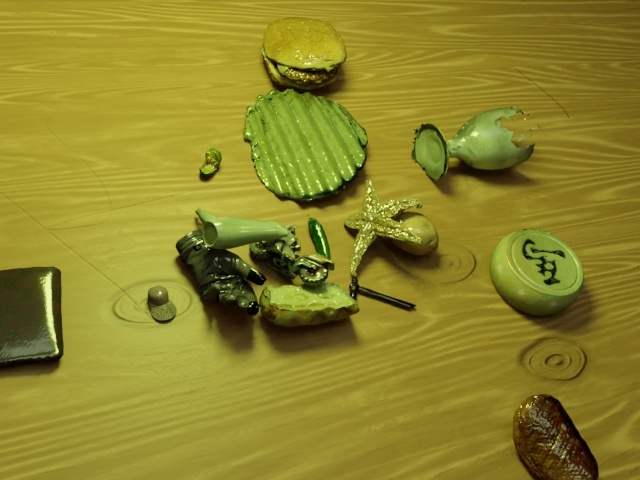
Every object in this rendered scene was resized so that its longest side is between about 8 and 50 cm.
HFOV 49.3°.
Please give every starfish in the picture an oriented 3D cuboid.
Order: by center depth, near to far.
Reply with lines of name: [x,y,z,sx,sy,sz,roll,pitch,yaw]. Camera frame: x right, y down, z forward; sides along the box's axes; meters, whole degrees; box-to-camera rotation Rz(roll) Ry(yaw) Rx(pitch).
starfish: [0.159,-0.038,1.813,0.231,0.048,0.295,1,57,24]

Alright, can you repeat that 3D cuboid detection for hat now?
hat: [-0.362,0.139,1.590,0.058,0.042,0.087,-17,61,-27]

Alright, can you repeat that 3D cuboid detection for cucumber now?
cucumber: [0.000,0.000,1.811,0.039,0.039,0.167,-6,59,-21]

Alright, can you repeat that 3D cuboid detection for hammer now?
hammer: [0.156,0.146,1.762,0.178,0.021,0.065,19,51,-6]

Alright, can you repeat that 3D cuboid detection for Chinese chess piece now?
Chinese chess piece: [0.585,0.084,1.888,0.250,0.101,0.250,9,51,-11]

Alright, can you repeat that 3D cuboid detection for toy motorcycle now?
toy motorcycle: [-0.062,0.028,1.725,0.229,0.094,0.130,26,48,27]

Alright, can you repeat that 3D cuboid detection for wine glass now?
wine glass: [0.465,-0.291,2.086,0.357,0.190,0.190,-13,59,-20]

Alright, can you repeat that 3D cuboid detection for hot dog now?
hot dog: [0.534,0.462,1.585,0.161,0.099,0.226,-14,60,-25]

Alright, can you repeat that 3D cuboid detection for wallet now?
wallet: [-0.643,0.162,1.484,0.182,0.049,0.229,-4,57,-20]

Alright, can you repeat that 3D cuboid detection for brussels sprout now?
brussels sprout: [-0.296,-0.205,1.870,0.046,0.051,0.083,16,72,32]

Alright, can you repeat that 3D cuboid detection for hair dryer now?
hair dryer: [-0.226,-0.044,1.699,0.206,0.075,0.237,-4,20,-40]

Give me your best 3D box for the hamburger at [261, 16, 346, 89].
hamburger: [-0.049,-0.585,2.159,0.260,0.144,0.283,-6,52,-22]

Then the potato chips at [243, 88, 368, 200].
potato chips: [-0.033,-0.284,2.000,0.359,0.070,0.429,-10,55,-18]

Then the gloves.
gloves: [-0.230,0.077,1.629,0.142,0.119,0.285,-40,54,-7]

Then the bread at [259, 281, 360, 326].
bread: [-0.032,0.154,1.652,0.232,0.087,0.128,-2,31,-23]

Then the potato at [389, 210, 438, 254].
potato: [0.245,-0.017,1.857,0.147,0.112,0.112,26,50,15]
